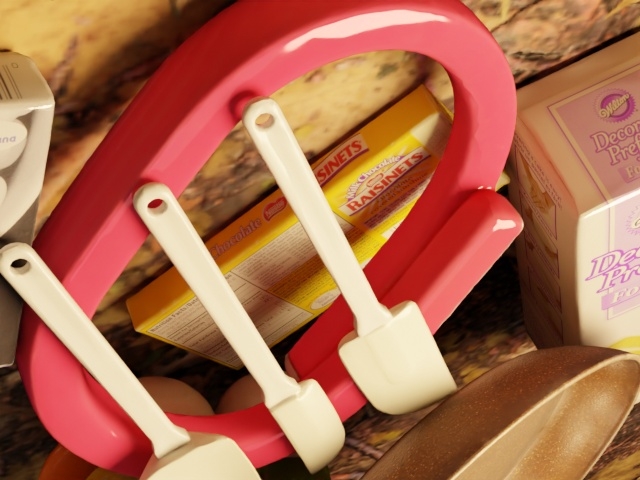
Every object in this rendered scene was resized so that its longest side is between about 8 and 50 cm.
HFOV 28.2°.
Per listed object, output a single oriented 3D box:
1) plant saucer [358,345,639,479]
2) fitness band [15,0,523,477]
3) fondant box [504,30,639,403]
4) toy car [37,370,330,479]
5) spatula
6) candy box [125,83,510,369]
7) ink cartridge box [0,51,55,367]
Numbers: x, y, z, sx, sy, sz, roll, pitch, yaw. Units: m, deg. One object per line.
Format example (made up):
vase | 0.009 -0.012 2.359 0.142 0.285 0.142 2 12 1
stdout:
plant saucer | 0.077 0.172 0.787 0.310 0.050 0.310 -35 152 -22
fitness band | -0.022 0.001 0.620 0.209 0.054 0.291 24 113 -39
fondant box | 0.249 -0.020 0.813 0.238 0.096 0.330 -25 149 -1
toy car | -0.085 0.150 0.784 0.182 0.136 0.159 0 107 -34
spatula | -0.038 0.051 0.605 0.168 0.019 0.242 -29 135 1
candy box | 0.000 0.000 0.715 0.206 0.027 0.105 -35 146 14
ink cartridge box | -0.224 0.023 0.520 0.206 0.045 0.208 -8 134 -30
